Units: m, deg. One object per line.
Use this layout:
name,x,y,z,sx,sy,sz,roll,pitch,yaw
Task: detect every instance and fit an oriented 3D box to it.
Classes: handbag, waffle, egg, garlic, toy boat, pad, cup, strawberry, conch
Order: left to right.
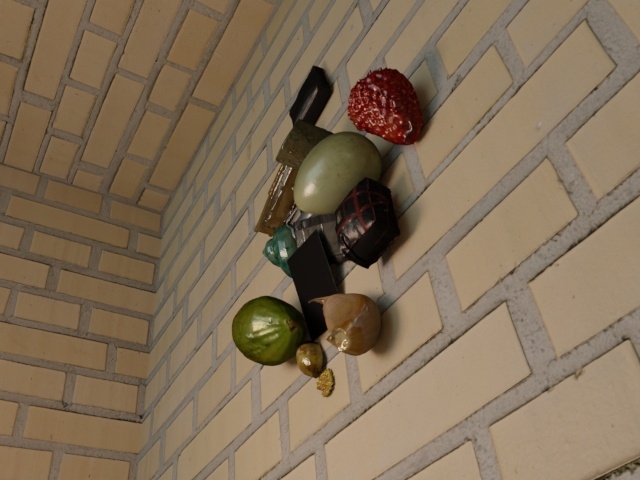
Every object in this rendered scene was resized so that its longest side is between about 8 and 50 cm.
toy boat,-0.137,-0.203,2.428,0.445,0.136,0.162,-64,22,19
conch,-0.122,0.037,2.230,0.202,0.134,0.196,-17,58,59
handbag,-0.053,-0.557,2.541,0.246,0.080,0.223,-58,28,27
cup,-0.044,-0.063,2.144,0.129,0.128,0.095,-58,18,22
pad,-0.019,0.142,2.005,0.202,0.005,0.299,-47,53,43
pad,0.001,0.000,2.024,0.233,0.022,0.174,-18,80,45
waffle,0.015,0.415,1.848,0.078,0.016,0.085,-63,27,19
egg,0.046,-0.193,1.897,0.295,0.218,0.218,-38,27,-6
garlic,0.073,0.212,1.695,0.245,0.164,0.145,-128,42,-67
handbag,0.129,-0.052,1.758,0.169,0.155,0.215,-47,32,30
strawberry,0.199,-0.368,1.816,0.205,0.205,0.244,-55,50,32

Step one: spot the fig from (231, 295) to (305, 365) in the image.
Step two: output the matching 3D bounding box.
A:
fig,-0.156,0.301,2.016,0.233,0.233,0.314,-68,21,8

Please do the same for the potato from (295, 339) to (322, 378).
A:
potato,-0.035,0.361,1.913,0.103,0.067,0.096,-139,66,-70

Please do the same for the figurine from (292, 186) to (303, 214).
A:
figurine,-0.031,-0.170,2.200,0.126,0.147,0.192,54,143,38

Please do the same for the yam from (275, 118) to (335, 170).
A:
yam,-0.003,-0.284,2.071,0.161,0.268,0.161,-160,90,-75
